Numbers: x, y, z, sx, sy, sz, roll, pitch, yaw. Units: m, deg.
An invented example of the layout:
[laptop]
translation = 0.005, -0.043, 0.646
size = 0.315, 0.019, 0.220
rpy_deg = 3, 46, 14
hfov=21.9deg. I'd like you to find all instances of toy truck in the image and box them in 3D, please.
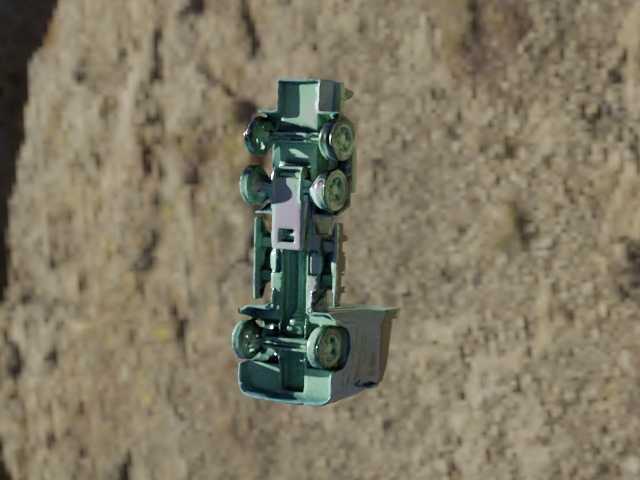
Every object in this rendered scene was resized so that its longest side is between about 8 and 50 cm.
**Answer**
[toy truck]
translation = 0.000, 0.000, 0.908
size = 0.067, 0.081, 0.175
rpy_deg = 4, 94, 34
